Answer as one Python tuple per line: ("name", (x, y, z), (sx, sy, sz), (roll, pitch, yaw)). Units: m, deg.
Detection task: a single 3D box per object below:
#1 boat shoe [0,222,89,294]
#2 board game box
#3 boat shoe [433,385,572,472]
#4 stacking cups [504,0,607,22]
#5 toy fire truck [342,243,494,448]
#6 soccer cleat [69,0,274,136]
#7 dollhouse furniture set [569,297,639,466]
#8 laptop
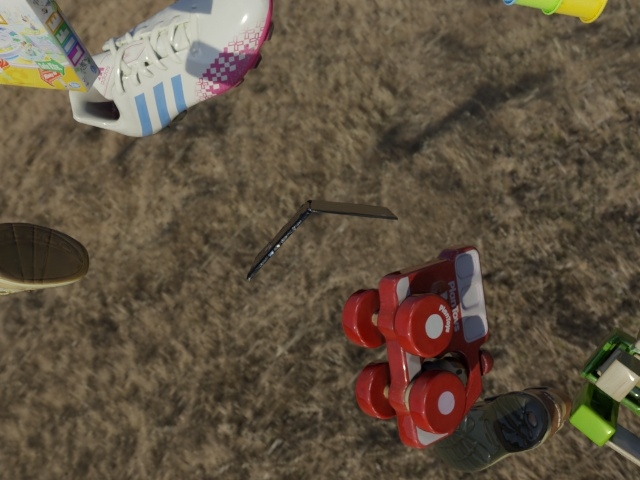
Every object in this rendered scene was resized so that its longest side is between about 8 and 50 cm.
("boat shoe", (-0.241, 0.016, 0.617), (0.045, 0.135, 0.050), (130, 142, -60))
("board game box", (-0.280, -0.179, 0.726), (0.154, 0.103, 0.026), (9, 58, 25))
("boat shoe", (0.324, 0.335, 1.501), (0.324, 0.120, 0.122), (-34, 71, 57))
("stacking cups", (0.248, -0.375, 1.194), (0.096, 0.316, 0.096), (-176, 90, -80))
("toy fire truck", (0.193, 0.176, 1.391), (0.254, 0.302, 0.169), (-16, 9, -35))
("soccer cleat", (-0.187, -0.212, 0.994), (0.331, 0.143, 0.116), (-30, 68, 46))
("dollhouse furniture set", (0.498, 0.150, 1.143), (0.301, 0.151, 0.197), (-60, -11, 26))
("laptop", (0.000, 0.000, 1.605), (0.264, 0.136, 0.234), (-48, 5, 5))
